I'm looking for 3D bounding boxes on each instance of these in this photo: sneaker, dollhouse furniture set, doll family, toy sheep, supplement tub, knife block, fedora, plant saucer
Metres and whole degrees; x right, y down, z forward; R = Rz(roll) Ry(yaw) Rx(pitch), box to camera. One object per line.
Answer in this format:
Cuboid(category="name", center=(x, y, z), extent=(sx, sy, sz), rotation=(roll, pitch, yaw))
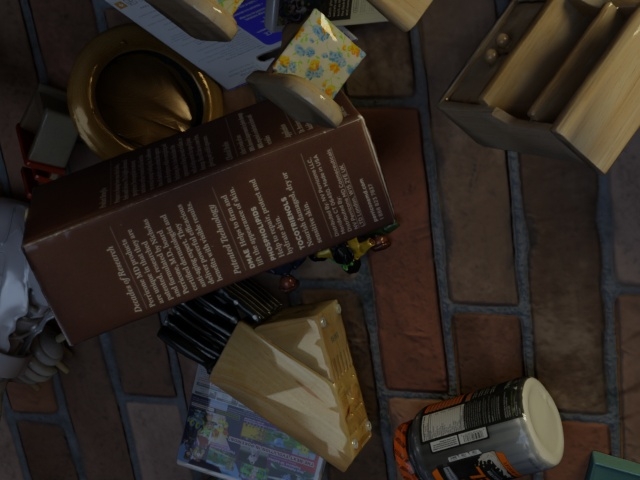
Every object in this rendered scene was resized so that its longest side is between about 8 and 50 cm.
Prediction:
Cuboid(category="sneaker", center=(-0.402, 0.113, 1.619), extent=(0.210, 0.137, 0.366), rotation=(1, 87, 17))
Cuboid(category="dollhouse furniture set", center=(0.112, -0.253, 1.129), extent=(0.394, 0.256, 0.362), rotation=(38, 85, -22))
Cuboid(category="doll family", center=(0.000, 0.000, 1.503), extent=(0.193, 0.076, 0.111), rotation=(-7, 117, 30))
Cuboid(category="dollhouse furniture set", center=(-0.436, -0.142, 1.498), extent=(0.259, 0.262, 0.135), rotation=(16, 117, -31))
Cuboid(category="toy sheep", center=(-0.402, 0.161, 1.733), extent=(0.132, 0.091, 0.091), rotation=(-33, 101, 17))
Cuboid(category="supplement tub", center=(0.194, 0.247, 1.523), extent=(0.190, 0.117, 0.117), rotation=(-22, 106, 30))
Cuboid(category="knife block", center=(-0.082, 0.167, 1.579), extent=(0.242, 0.088, 0.276), rotation=(-12, 97, 21))
Cuboid(category="fedora", center=(-0.215, -0.165, 1.476), extent=(0.194, 0.194, 0.079), rotation=(60, 160, -14))
Cuboid(category="plant saucer", center=(0.425, 0.318, 1.529), extent=(0.192, 0.018, 0.067), rotation=(14, 120, 13))

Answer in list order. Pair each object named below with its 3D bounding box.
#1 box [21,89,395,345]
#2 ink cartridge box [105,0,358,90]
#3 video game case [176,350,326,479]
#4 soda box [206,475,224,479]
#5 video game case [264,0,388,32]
Cuboid(category="box", center=(-0.126, -0.039, 1.364), extent=(0.381, 0.191, 0.143), rotation=(-19, 113, -1))
Cuboid(category="ink cartridge box", center=(-0.097, -0.260, 1.371), extent=(0.206, 0.045, 0.208), rotation=(-15, 146, 36))
Cuboid(category="video game case", center=(-0.081, 0.242, 1.646), extent=(0.201, 0.023, 0.183), rotation=(15, 98, 13))
Cuboid(category="soda box", center=(-0.135, 0.361, 1.744), extent=(0.063, 0.058, 0.183), rotation=(45, 122, -4))
Cuboid(category="video game case", center=(0.027, -0.317, 1.286), extent=(0.022, 0.173, 0.190), rotation=(44, 136, 47))
